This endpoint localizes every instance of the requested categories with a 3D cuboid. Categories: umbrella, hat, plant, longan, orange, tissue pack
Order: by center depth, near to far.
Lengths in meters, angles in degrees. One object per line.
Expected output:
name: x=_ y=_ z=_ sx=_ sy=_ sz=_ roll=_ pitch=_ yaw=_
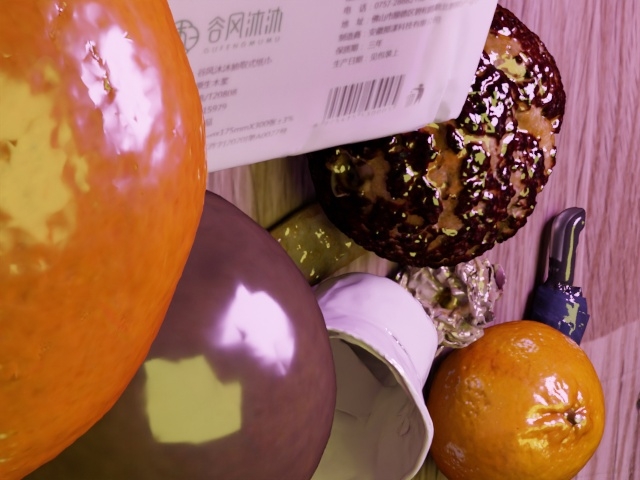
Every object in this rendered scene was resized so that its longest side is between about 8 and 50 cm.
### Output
orange: x=-0.264 y=-0.049 z=1.028 sx=0.326 sy=0.424 sz=0.423 roll=-65 pitch=156 yaw=-67
tissue pack: x=-0.050 y=-0.196 z=1.292 sx=0.356 sy=0.194 sz=0.266 roll=-13 pitch=131 yaw=-36
longan: x=-0.133 y=0.101 z=1.306 sx=0.297 sy=0.297 sz=0.297 roll=-19 pitch=117 yaw=-42
hat: x=0.026 y=0.106 z=1.567 sx=0.126 sy=0.203 sz=0.203 roll=-55 pitch=139 yaw=-41
plant: x=0.115 y=0.047 z=1.716 sx=0.116 sy=0.104 sz=0.122 roll=-41 pitch=179 yaw=18
orange: x=0.185 y=0.163 z=1.757 sx=0.178 sy=0.155 sz=0.177 roll=-15 pitch=122 yaw=-25
umbrella: x=0.232 y=0.089 z=1.857 sx=0.071 sy=0.071 sz=0.248 roll=-11 pitch=105 yaw=-44

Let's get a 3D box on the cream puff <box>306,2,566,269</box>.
cream puff: x=0.105 y=-0.092 z=1.560 sx=0.239 sy=0.165 sz=0.239 roll=-13 pitch=108 yaw=-46

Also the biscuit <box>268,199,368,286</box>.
biscuit: x=0.000 y=0.000 z=1.599 sx=0.147 sy=0.018 sz=0.071 roll=-31 pitch=121 yaw=-38
